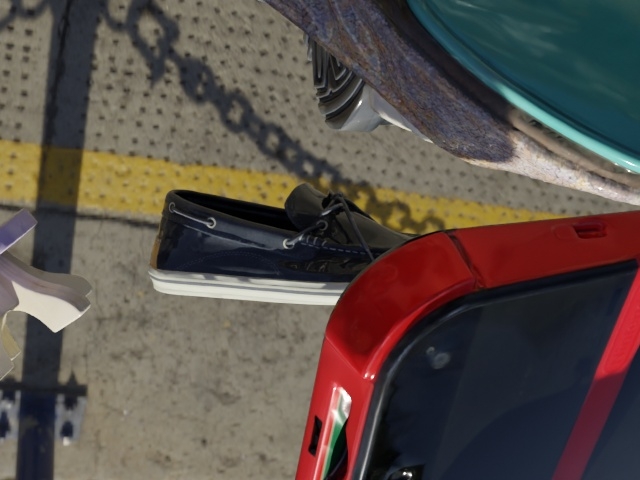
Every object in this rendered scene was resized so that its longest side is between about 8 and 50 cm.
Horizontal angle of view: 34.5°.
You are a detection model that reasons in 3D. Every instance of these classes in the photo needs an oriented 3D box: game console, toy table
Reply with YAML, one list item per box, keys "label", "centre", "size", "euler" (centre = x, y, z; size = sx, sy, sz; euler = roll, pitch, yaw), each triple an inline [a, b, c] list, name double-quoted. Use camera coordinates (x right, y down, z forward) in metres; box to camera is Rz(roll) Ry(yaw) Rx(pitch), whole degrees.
- label: "game console"
  centre: [0.144, 0.144, 0.700]
  size: [0.342, 0.060, 0.386]
  euler: [-9, 130, -25]
- label: "toy table"
  centre: [-0.440, 0.081, 1.407]
  size: [0.161, 0.252, 0.274]
  euler: [52, 141, -12]

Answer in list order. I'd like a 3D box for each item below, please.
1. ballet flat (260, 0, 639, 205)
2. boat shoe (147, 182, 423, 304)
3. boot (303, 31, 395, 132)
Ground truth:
- label: "ballet flat"
  centre: [0.028, -0.112, 0.439]
  size: [0.316, 0.107, 0.106]
  euler: [41, 153, 3]
- label: "boat shoe"
  centre: [0.000, 0.000, 1.411]
  size: [0.500, 0.187, 0.156]
  euler: [2, 97, 15]
- label: "boot"
  centre: [0.190, -0.285, 1.094]
  size: [0.445, 0.146, 0.367]
  euler: [-3, 81, -27]
